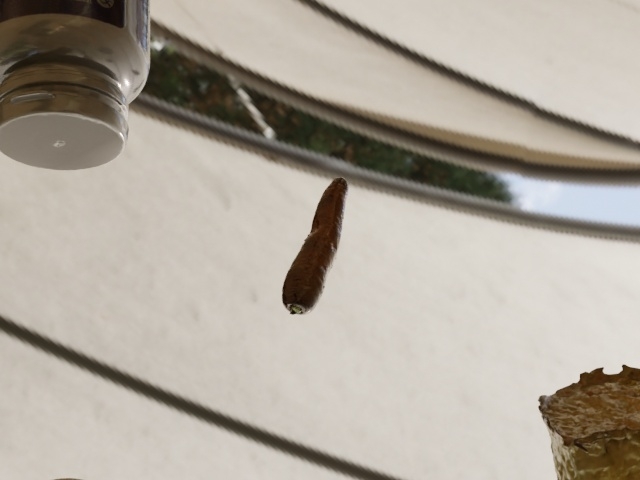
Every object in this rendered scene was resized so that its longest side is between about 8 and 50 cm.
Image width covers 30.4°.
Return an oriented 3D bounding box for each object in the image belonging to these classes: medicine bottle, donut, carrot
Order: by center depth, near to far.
[{"bbox_3d":[0.197,0.100,0.549,0.181,0.078,0.146,-2,-171,25],"label":"donut"},{"bbox_3d":[-0.160,-0.146,0.738,0.107,0.107,0.191,-30,-124,49],"label":"medicine bottle"},{"bbox_3d":[0.001,0.001,1.034,0.036,0.036,0.165,-33,-154,44],"label":"carrot"}]

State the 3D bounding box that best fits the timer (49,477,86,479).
[{"bbox_3d":[-0.269,0.369,1.127,0.237,0.262,0.087,-8,152,-33],"label":"timer"}]
